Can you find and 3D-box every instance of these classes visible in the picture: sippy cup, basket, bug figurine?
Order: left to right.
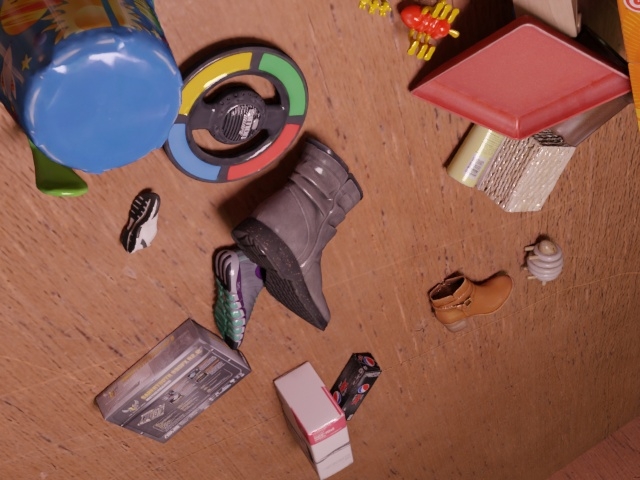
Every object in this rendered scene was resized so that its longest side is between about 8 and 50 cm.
[{"bbox_3d":[-0.264,-0.200,0.882,0.240,0.224,0.305,-31,141,-8],"label":"sippy cup"},{"bbox_3d":[0.167,-0.402,1.126,0.216,0.072,0.279,11,127,-36],"label":"bug figurine"},{"bbox_3d":[0.392,-0.143,1.535,0.113,0.103,0.167,-4,132,-33],"label":"basket"}]

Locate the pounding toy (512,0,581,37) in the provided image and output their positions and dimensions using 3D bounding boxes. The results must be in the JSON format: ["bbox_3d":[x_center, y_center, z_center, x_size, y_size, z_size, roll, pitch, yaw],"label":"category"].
[{"bbox_3d":[0.350,-0.392,1.252,0.094,0.181,0.206,-3,149,23],"label":"pounding toy"}]

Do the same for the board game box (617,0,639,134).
[{"bbox_3d":[0.668,-0.347,1.104,0.356,0.356,0.356,-56,141,-15],"label":"board game box"}]

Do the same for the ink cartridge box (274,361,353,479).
[{"bbox_3d":[-0.012,0.390,1.726,0.092,0.158,0.218,-28,141,-13],"label":"ink cartridge box"}]

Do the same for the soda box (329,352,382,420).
[{"bbox_3d":[0.070,0.332,1.809,0.053,0.060,0.169,4,128,-38],"label":"soda box"}]

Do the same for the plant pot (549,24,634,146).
[{"bbox_3d":[0.471,-0.267,1.435,0.167,0.167,0.165,16,126,-45],"label":"plant pot"}]

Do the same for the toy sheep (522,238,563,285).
[{"bbox_3d":[0.513,0.051,1.842,0.091,0.091,0.132,-23,134,-17],"label":"toy sheep"}]

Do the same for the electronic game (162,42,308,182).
[{"bbox_3d":[-0.120,-0.178,1.155,0.229,0.048,0.229,-21,139,-20],"label":"electronic game"}]

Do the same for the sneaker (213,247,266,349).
[{"bbox_3d":[-0.128,0.101,1.409,0.098,0.083,0.224,-21,139,-27],"label":"sneaker"}]

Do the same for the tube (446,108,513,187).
[{"bbox_3d":[0.314,-0.211,1.450,0.240,0.062,0.070,-60,179,18],"label":"tube"}]

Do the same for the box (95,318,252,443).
[{"bbox_3d":[-0.268,0.266,1.488,0.231,0.056,0.183,-41,141,4],"label":"box"}]

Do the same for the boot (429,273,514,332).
[{"bbox_3d":[0.338,0.115,1.787,0.197,0.073,0.152,-38,138,-2],"label":"boot"}]

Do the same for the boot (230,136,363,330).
[{"bbox_3d":[0.000,0.000,1.352,0.223,0.118,0.338,-51,151,-17],"label":"boot"}]

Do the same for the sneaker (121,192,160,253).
[{"bbox_3d":[-0.264,-0.030,1.212,0.043,0.040,0.109,-14,142,-51],"label":"sneaker"}]

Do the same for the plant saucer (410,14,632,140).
[{"bbox_3d":[0.321,-0.259,1.282,0.259,0.048,0.258,15,158,-31],"label":"plant saucer"}]
